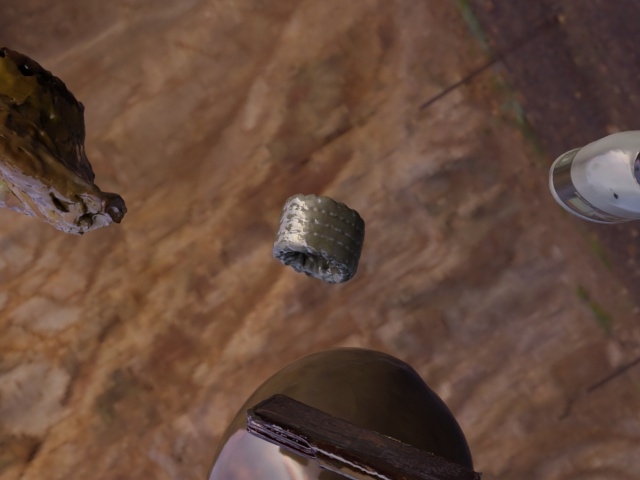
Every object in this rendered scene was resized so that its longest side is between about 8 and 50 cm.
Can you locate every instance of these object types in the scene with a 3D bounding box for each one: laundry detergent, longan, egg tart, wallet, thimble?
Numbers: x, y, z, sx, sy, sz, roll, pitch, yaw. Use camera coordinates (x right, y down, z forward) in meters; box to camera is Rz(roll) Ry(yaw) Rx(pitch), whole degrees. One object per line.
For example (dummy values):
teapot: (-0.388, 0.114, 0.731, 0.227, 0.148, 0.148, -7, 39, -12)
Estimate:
laundry detergent: (0.260, -0.054, 1.146, 0.099, 0.070, 0.225, 19, 176, -3)
longan: (0.026, 0.312, 1.744, 0.361, 0.361, 0.361, 57, -175, -8)
egg tart: (-0.337, -0.116, 1.346, 0.341, 0.129, 0.341, 23, 165, 6)
wallet: (0.041, 0.211, 1.363, 0.232, 0.031, 0.122, 21, -169, 13)
thimble: (0.000, 0.000, 1.388, 0.110, 0.084, 0.062, 56, -134, -64)
